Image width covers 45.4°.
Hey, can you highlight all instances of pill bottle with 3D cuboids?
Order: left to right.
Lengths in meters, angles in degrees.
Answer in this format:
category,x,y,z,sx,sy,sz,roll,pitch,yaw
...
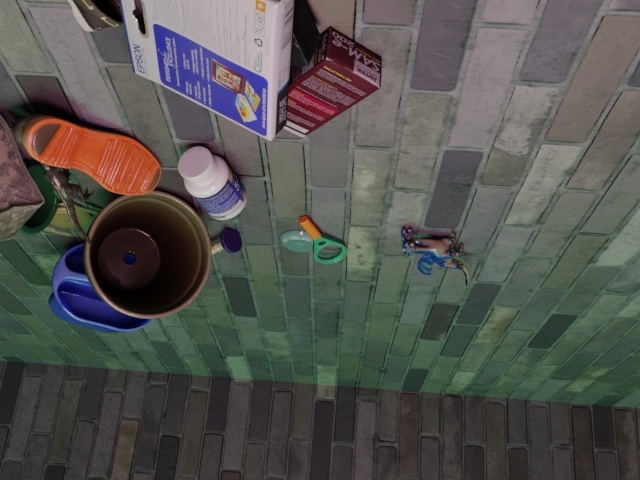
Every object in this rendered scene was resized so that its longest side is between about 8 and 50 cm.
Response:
category,x,y,z,sx,sy,sz,roll,pitch,yaw
pill bottle,-0.254,-0.136,1.786,0.111,0.112,0.187,-3,154,17

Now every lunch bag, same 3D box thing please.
category,x,y,z,sx,sy,sz,roll,pitch,yaw
lunch bag,-0.766,-0.148,1.684,0.168,0.287,0.235,-24,177,-43

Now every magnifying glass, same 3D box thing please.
category,x,y,z,sx,sy,sz,roll,pitch,yaw
magnifying glass,0.000,0.000,2.114,0.092,0.026,0.231,-24,142,12

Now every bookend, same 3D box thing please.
category,x,y,z,sx,sy,sz,roll,pitch,yaw
bookend,-0.103,-0.374,1.294,0.157,0.072,0.156,4,146,28

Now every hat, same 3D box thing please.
category,x,y,z,sx,sy,sz,roll,pitch,yaw
hat,-0.775,-0.113,1.908,0.183,0.173,0.209,16,135,17

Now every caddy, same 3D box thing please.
category,x,y,z,sx,sy,sz,roll,pitch,yaw
caddy,-0.654,0.149,2.323,0.341,0.242,0.179,20,156,-31

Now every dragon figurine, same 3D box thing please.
category,x,y,z,sx,sy,sz,roll,pitch,yaw
dragon figurine,0.315,0.043,2.099,0.143,0.085,0.289,-8,152,25

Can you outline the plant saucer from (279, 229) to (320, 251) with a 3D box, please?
category,x,y,z,sx,sy,sz,roll,pitch,yaw
plant saucer,-0.058,0.006,2.163,0.119,0.021,0.119,4,156,2

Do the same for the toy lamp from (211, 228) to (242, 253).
category,x,y,z,sx,sy,sz,roll,pitch,yaw
toy lamp,-0.336,0.037,2.216,0.274,0.080,0.080,-20,145,41

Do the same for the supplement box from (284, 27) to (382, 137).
category,x,y,z,sx,sy,sz,roll,pitch,yaw
supplement box,-0.010,-0.292,1.451,0.130,0.073,0.239,21,151,-33

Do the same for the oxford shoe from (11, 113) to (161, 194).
category,x,y,z,sx,sy,sz,roll,pitch,yaw
oxford shoe,-0.517,-0.204,1.725,0.132,0.130,0.363,27,-179,40

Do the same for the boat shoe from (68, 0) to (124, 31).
category,x,y,z,sx,sy,sz,roll,pitch,yaw
boat shoe,-0.387,-0.423,1.238,0.068,0.081,0.228,-2,161,8

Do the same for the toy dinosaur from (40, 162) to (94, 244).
category,x,y,z,sx,sy,sz,roll,pitch,yaw
toy dinosaur,-0.603,-0.124,1.832,0.064,0.118,0.268,-19,110,10

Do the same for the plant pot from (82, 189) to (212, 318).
category,x,y,z,sx,sy,sz,roll,pitch,yaw
plant pot,-0.481,0.045,2.036,0.323,0.323,0.280,16,169,-23

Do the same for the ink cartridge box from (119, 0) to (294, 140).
category,x,y,z,sx,sy,sz,roll,pitch,yaw
ink cartridge box,-0.191,-0.344,1.273,0.307,0.072,0.304,30,149,14

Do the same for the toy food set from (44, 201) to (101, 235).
category,x,y,z,sx,sy,sz,roll,pitch,yaw
toy food set,-0.696,-0.072,2.103,0.132,0.039,0.192,18,148,-42
